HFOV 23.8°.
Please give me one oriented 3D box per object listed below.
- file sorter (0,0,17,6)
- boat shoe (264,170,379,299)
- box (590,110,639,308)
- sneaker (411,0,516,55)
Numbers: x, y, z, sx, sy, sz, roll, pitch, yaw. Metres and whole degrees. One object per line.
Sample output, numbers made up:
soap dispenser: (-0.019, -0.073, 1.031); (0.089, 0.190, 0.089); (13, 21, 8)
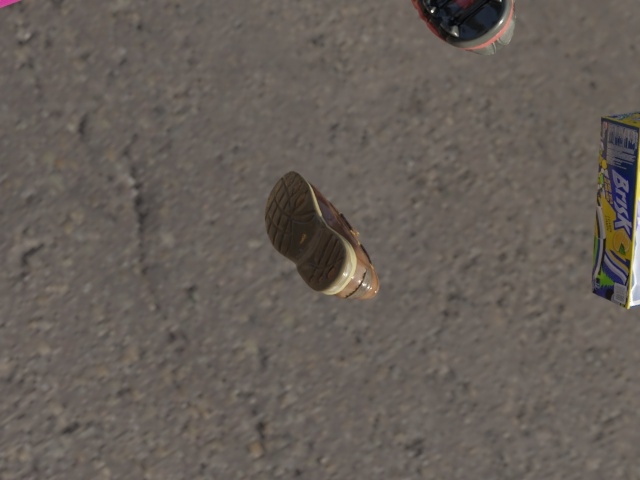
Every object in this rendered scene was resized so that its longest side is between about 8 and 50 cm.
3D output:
file sorter: (-0.302, -0.294, 1.148); (0.202, 0.290, 0.182); (37, 39, -63)
boat shoe: (0.000, 0.000, 1.393); (0.060, 0.064, 0.178); (27, 17, -36)
box: (0.285, -0.028, 1.362); (0.059, 0.054, 0.169); (-10, 111, -28)
sneaker: (0.116, -0.297, 1.566); (0.276, 0.097, 0.135); (59, 13, 21)
